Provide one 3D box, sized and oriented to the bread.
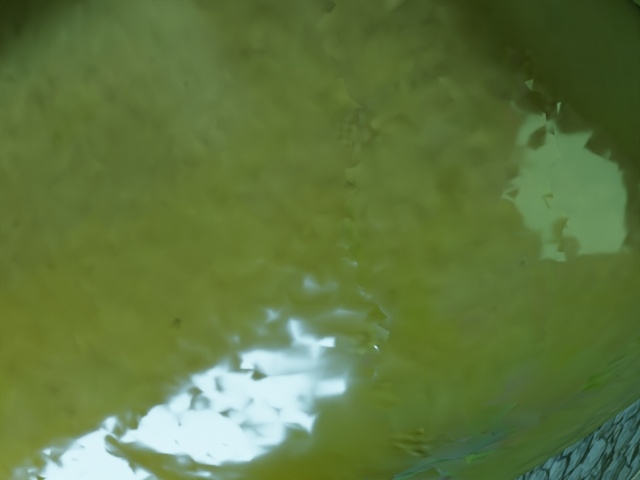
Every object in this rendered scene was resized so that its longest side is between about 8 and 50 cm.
[{"bbox_3d":[0.000,0.000,0.691,0.376,0.253,0.348,-31,149,28],"label":"bread"}]
